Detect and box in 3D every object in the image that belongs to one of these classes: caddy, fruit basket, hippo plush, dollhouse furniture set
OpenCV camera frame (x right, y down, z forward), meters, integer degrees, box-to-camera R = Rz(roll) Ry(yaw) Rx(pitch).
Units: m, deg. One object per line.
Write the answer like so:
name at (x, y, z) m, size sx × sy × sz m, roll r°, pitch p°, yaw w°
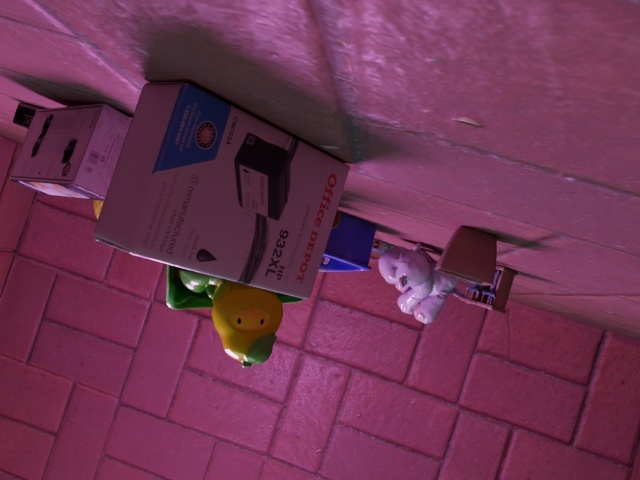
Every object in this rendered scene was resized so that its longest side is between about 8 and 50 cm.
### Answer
caddy at (0.000, 0.000, 1.740) m, size 0.341 × 0.179 × 0.241 m, roll 18°, pitch 178°, yaw -10°
fruit basket at (-0.187, 0.098, 1.429) m, size 0.391 × 0.283 × 0.392 m, roll 8°, pitch -144°, yaw -6°
hippo plush at (0.302, 0.132, 1.846) m, size 0.236 × 0.235 × 0.294 m, roll 19°, pitch 178°, yaw -43°
dollhouse furniture set at (0.448, 0.119, 1.708) m, size 0.183 × 0.129 × 0.129 m, roll 18°, pitch 178°, yaw -34°

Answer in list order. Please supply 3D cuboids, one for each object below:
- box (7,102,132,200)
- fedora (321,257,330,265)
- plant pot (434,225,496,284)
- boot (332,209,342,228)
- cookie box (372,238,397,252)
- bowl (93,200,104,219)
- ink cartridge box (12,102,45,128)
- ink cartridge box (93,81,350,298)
box at (-0.499, -0.177, 1.183) m, size 0.289 × 0.169 × 0.087 m, roll 6°, pitch 165°, yaw 40°
fedora at (-0.053, -0.014, 2.062) m, size 0.275 × 0.124 × 0.244 m, roll 30°, pitch 160°, yaw -6°
plant pot at (0.302, 0.029, 1.193) m, size 0.108 × 0.096 × 0.109 m, roll 17°, pitch 178°, yaw 7°
boot at (0.010, -0.068, 1.451) m, size 0.197 × 0.073 × 0.152 m, roll 31°, pitch -175°, yaw 38°
cookie box at (0.223, 0.023, 2.216) m, size 0.107 × 0.040 × 0.092 m, roll 18°, pitch 177°, yaw -10°
bowl at (-0.678, -0.199, 2.063) m, size 0.156 × 0.289 × 0.289 m, roll 61°, pitch -179°, yaw 5°
ink cartridge box at (-0.644, -0.276, 1.629) m, size 0.175 × 0.069 × 0.371 m, roll 17°, pitch 180°, yaw 15°
ink cartridge box at (-0.127, -0.059, 0.845) m, size 0.307 × 0.223 × 0.129 m, roll 20°, pitch 176°, yaw -43°
